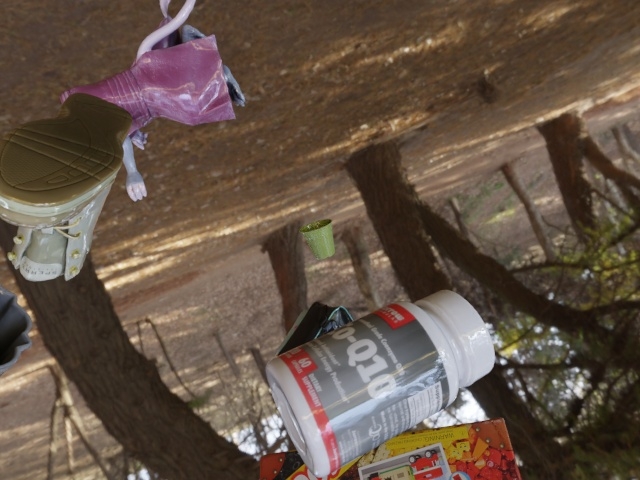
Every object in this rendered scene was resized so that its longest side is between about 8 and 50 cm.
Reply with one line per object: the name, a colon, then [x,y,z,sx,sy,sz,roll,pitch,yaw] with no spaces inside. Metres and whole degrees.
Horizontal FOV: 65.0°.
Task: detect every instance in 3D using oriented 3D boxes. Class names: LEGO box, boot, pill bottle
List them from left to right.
boot: [-0.231,-0.025,0.437,0.165,0.077,0.213,-59,-159,23]
pill bottle: [0.083,0.181,0.692,0.283,0.161,0.161,-22,177,-19]
LEGO box: [0.145,0.582,0.944,0.499,0.373,0.193,-15,140,13]

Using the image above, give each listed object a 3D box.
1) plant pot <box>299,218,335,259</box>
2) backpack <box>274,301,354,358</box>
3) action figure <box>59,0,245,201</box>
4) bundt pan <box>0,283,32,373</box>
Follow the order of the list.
plant pot: [0.000,0.000,1.206,0.083,0.079,0.083,-16,-163,5]
backpack: [0.016,0.232,0.991,0.144,0.188,0.166,-7,-136,54]
action figure: [-0.333,-0.256,0.895,0.370,0.276,0.248,-28,-139,-20]
bundt pan: [-0.588,0.125,0.681,0.124,0.330,0.331,-55,172,8]
